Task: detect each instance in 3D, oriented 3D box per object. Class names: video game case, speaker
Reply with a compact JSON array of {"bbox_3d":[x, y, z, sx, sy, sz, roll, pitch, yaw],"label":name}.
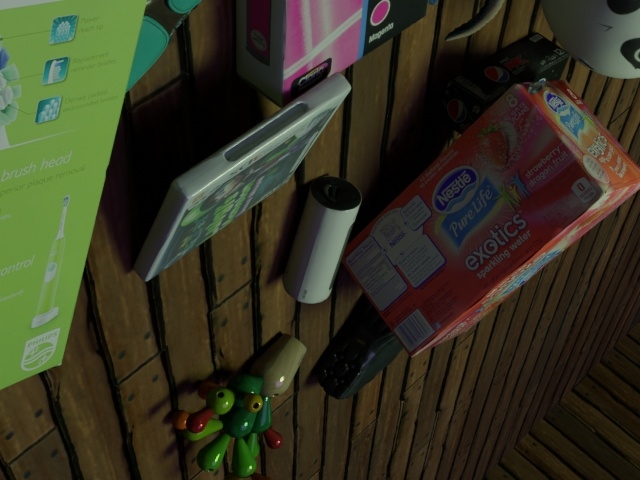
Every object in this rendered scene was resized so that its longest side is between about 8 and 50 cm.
[{"bbox_3d":[-0.069,-0.048,0.910,0.173,0.022,0.190,-37,174,-27],"label":"video game case"},{"bbox_3d":[0.000,0.000,1.140,0.055,0.055,0.136,-28,147,-41],"label":"speaker"}]

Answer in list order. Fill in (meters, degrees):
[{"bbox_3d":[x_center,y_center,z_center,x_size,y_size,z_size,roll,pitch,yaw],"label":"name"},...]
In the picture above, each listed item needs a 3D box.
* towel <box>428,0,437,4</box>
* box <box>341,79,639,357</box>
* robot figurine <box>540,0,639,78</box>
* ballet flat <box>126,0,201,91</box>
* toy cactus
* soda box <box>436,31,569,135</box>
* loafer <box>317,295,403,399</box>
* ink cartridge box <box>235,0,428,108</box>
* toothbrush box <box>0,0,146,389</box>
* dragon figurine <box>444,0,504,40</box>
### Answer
[{"bbox_3d":[0.113,-0.270,0.977,0.119,0.029,0.067,-55,155,10],"label":"towel"},{"bbox_3d":[0.185,-0.024,1.216,0.300,0.154,0.142,-46,163,31],"label":"box"},{"bbox_3d":[0.342,-0.269,1.040,0.278,0.209,0.173,-31,165,-12],"label":"robot figurine"},{"bbox_3d":[-0.116,-0.156,0.703,0.188,0.070,0.070,-45,156,-2],"label":"ballet flat"},{"bbox_3d":[-0.074,0.189,1.249,0.180,0.112,0.219,-54,149,-17],"label":"toy cactus"},{"bbox_3d":[0.209,-0.176,1.249,0.169,0.053,0.060,-31,151,-36],"label":"soda box"},{"bbox_3d":[0.080,0.113,1.425,0.223,0.076,0.078,-53,162,18],"label":"loafer"},{"bbox_3d":[0.021,-0.276,0.774,0.176,0.069,0.370,-37,150,-27],"label":"ink cartridge box"},{"bbox_3d":[-0.199,-0.083,0.487,0.122,0.206,0.283,-22,145,-46],"label":"toothbrush box"},{"bbox_3d":[0.142,-0.301,0.888,0.085,0.144,0.289,-24,157,-20],"label":"dragon figurine"}]
